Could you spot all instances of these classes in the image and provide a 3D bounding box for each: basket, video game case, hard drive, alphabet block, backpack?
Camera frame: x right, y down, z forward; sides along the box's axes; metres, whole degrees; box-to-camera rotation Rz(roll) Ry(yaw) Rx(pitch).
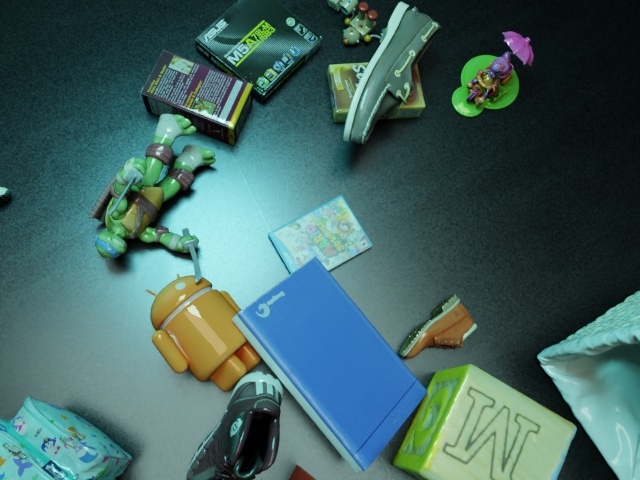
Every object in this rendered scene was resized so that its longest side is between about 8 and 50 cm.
[{"bbox_3d":[0.617,0.249,1.018,0.266,0.328,0.332,-28,79,-16],"label":"basket"},{"bbox_3d":[0.000,0.000,1.173,0.166,0.015,0.119,-29,80,-14],"label":"video game case"},{"bbox_3d":[0.024,0.201,1.052,0.319,0.040,0.210,50,47,4],"label":"hard drive"},{"bbox_3d":[0.263,0.343,1.019,0.197,0.192,0.194,31,71,1],"label":"alphabet block"},{"bbox_3d":[-0.426,0.346,0.915,0.253,0.225,0.191,22,69,10],"label":"backpack"}]

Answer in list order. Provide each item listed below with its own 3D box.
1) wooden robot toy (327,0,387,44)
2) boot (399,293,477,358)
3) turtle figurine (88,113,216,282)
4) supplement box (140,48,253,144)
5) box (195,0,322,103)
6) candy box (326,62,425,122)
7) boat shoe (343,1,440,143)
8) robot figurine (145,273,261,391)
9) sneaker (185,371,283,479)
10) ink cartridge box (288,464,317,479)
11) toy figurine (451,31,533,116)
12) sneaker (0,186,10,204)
[{"bbox_3d":[0.071,-0.452,1.285,0.173,0.076,0.079,42,84,6],"label":"wooden robot toy"},{"bbox_3d":[0.220,0.178,1.129,0.158,0.059,0.085,-38,87,-16],"label":"boot"},{"bbox_3d":[-0.261,-0.075,1.065,0.197,0.274,0.266,35,64,-25],"label":"turtle figurine"},{"bbox_3d":[-0.236,-0.276,1.187,0.188,0.081,0.104,21,73,-1],"label":"supplement box"},{"bbox_3d":[-0.126,-0.405,1.257,0.184,0.045,0.191,41,73,3],"label":"box"},{"bbox_3d":[0.112,-0.306,1.255,0.186,0.053,0.109,-6,76,-7],"label":"candy box"},{"bbox_3d":[0.137,-0.314,1.176,0.096,0.117,0.325,24,68,3],"label":"boat shoe"},{"bbox_3d":[-0.202,0.150,1.045,0.158,0.128,0.219,-40,82,-16],"label":"robot figurine"},{"bbox_3d":[-0.138,0.352,0.939,0.106,0.162,0.282,20,96,-11],"label":"sneaker"},{"bbox_3d":[-0.156,0.476,0.864,0.091,0.308,0.385,35,73,2],"label":"ink cartridge box"},{"bbox_3d":[0.358,-0.348,1.241,0.173,0.159,0.130,-40,82,-15],"label":"toy figurine"},{"bbox_3d":[-0.644,-0.096,1.097,0.161,0.057,0.076,-7,81,-6],"label":"sneaker"}]
